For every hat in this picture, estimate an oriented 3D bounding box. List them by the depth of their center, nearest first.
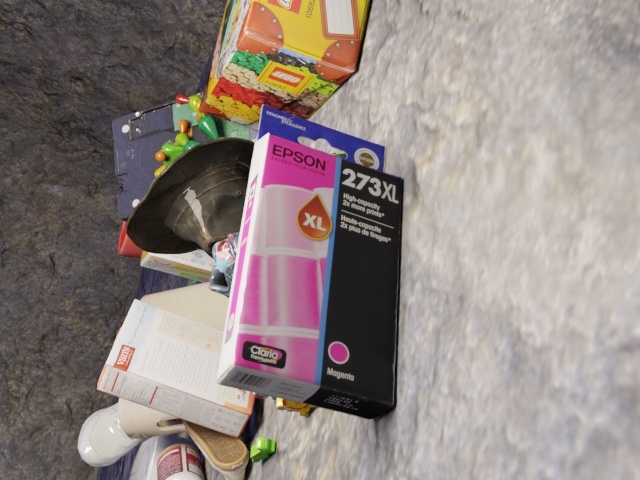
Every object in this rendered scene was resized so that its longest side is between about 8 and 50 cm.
[{"bbox_3d":[-0.179,-0.035,1.389,0.134,0.331,0.331,55,138,21],"label":"hat"}]

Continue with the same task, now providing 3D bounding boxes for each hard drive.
[{"bbox_3d":[-0.275,-0.185,1.612,0.064,0.338,0.237,31,-132,-66],"label":"hard drive"}]

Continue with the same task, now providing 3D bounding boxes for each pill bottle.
[{"bbox_3d":[-0.254,0.443,1.393,0.152,0.086,0.086,-129,57,-70],"label":"pill bottle"}]

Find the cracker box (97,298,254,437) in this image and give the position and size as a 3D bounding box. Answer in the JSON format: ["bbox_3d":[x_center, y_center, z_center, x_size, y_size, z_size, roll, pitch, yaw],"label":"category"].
[{"bbox_3d":[-0.214,0.201,1.211,0.156,0.232,0.067,-81,16,-56],"label":"cracker box"}]

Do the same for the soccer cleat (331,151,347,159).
[{"bbox_3d":[0.016,-0.056,1.075,0.179,0.060,0.072,120,149,-55],"label":"soccer cleat"}]

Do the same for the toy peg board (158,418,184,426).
[{"bbox_3d":[-0.284,0.292,1.519,0.160,0.079,0.161,-5,66,39],"label":"toy peg board"}]

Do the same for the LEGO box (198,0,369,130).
[{"bbox_3d":[-0.044,-0.489,1.409,0.372,0.193,0.501,152,132,-67],"label":"LEGO box"}]

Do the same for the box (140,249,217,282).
[{"bbox_3d":[-0.258,0.019,1.592,0.114,0.203,0.103,146,137,-64],"label":"box"}]

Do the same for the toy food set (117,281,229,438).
[{"bbox_3d":[-0.248,0.215,1.452,0.219,0.092,0.306,-12,53,19],"label":"toy food set"}]

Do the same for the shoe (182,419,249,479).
[{"bbox_3d":[-0.171,0.316,1.241,0.219,0.076,0.058,43,152,56],"label":"shoe"}]

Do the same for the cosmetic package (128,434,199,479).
[{"bbox_3d":[-0.354,0.601,1.554,0.284,0.097,0.378,135,147,-62],"label":"cosmetic package"}]

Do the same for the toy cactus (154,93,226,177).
[{"bbox_3d":[-0.233,-0.189,1.518,0.112,0.180,0.219,66,-150,-67],"label":"toy cactus"}]

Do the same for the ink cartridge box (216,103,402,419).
[{"bbox_3d":[0.000,0.000,0.858,0.069,0.175,0.371,130,151,-51],"label":"ink cartridge box"}]

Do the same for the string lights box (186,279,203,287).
[{"bbox_3d":[-0.270,0.164,1.713,0.133,0.076,0.260,152,132,-66],"label":"string lights box"}]

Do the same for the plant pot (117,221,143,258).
[{"bbox_3d":[-0.333,-0.065,1.834,0.275,0.243,0.275,-163,90,-72],"label":"plant pot"}]

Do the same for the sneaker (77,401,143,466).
[{"bbox_3d":[-0.404,0.378,1.685,0.152,0.114,0.305,-40,-4,37],"label":"sneaker"}]

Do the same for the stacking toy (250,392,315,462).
[{"bbox_3d":[-0.061,0.194,1.082,0.221,0.052,0.167,124,155,-47],"label":"stacking toy"}]

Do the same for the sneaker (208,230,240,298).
[{"bbox_3d":[-0.117,0.031,1.276,0.262,0.125,0.104,125,153,-47],"label":"sneaker"}]
